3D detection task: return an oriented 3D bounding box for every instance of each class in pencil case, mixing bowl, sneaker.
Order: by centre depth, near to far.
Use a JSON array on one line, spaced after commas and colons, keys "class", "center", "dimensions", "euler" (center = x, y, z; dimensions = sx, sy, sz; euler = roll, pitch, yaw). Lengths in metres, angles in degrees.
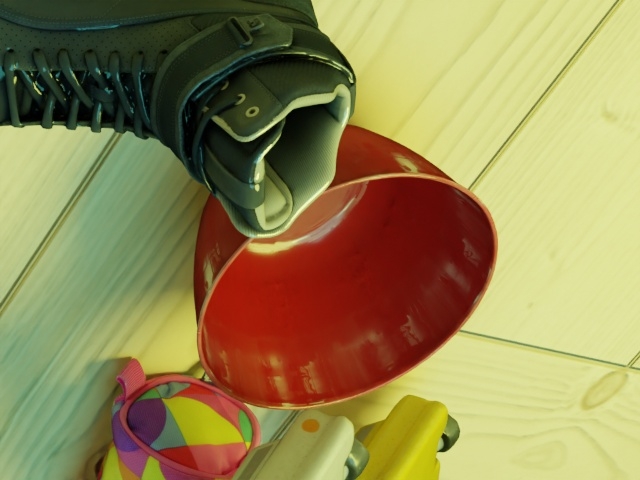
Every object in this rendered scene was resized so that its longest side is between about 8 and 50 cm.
[{"class": "sneaker", "center": [-0.094, -0.066, 0.923], "dimensions": [0.226, 0.163, 0.086], "euler": [-16, 140, -12]}, {"class": "mixing bowl", "center": [0.000, 0.000, 1.094], "dimensions": [0.181, 0.098, 0.181], "euler": [-15, 138, -14]}, {"class": "pencil case", "center": [-0.112, 0.186, 1.231], "dimensions": [0.104, 0.104, 0.236], "euler": [-1, 131, -29]}]

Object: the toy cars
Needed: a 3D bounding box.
[{"class": "toy cars", "center": [-0.003, 0.169, 1.192], "dimensions": [0.176, 0.087, 0.393], "euler": [-67, 163, 5]}]
